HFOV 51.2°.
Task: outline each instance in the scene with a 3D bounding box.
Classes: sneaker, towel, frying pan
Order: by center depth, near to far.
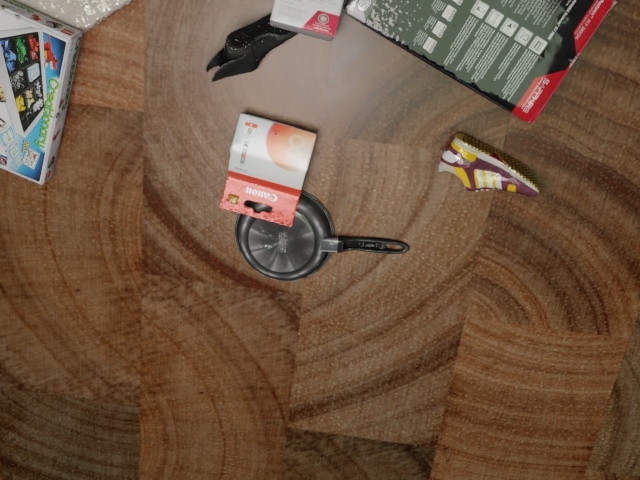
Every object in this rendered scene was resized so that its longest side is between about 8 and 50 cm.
[{"bbox_3d":[-0.431,-0.451,1.135,0.282,0.049,0.187,-27,107,14],"label":"towel"},{"bbox_3d":[-0.115,-0.333,1.155,0.170,0.089,0.051,-26,76,-20],"label":"sneaker"},{"bbox_3d":[0.305,-0.118,1.210,0.185,0.069,0.084,30,120,-1],"label":"sneaker"},{"bbox_3d":[-0.016,0.023,1.299,0.326,0.053,0.197,28,111,-3],"label":"frying pan"}]

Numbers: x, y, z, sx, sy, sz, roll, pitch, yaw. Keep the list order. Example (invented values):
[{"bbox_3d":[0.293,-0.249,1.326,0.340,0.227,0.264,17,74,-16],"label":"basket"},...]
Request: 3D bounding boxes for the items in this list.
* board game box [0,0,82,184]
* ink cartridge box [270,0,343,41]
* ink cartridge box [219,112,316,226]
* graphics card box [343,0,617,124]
[{"bbox_3d":[-0.551,-0.267,1.188,0.192,0.053,0.305,23,122,-6],"label":"board game box"},{"bbox_3d":[-0.013,-0.416,1.089,0.109,0.063,0.151,13,98,-6],"label":"ink cartridge box"},{"bbox_3d":[-0.099,-0.128,1.219,0.145,0.045,0.179,15,93,-1],"label":"ink cartridge box"},{"bbox_3d":[0.249,-0.383,1.086,0.370,0.094,0.233,27,112,-8],"label":"graphics card box"}]
